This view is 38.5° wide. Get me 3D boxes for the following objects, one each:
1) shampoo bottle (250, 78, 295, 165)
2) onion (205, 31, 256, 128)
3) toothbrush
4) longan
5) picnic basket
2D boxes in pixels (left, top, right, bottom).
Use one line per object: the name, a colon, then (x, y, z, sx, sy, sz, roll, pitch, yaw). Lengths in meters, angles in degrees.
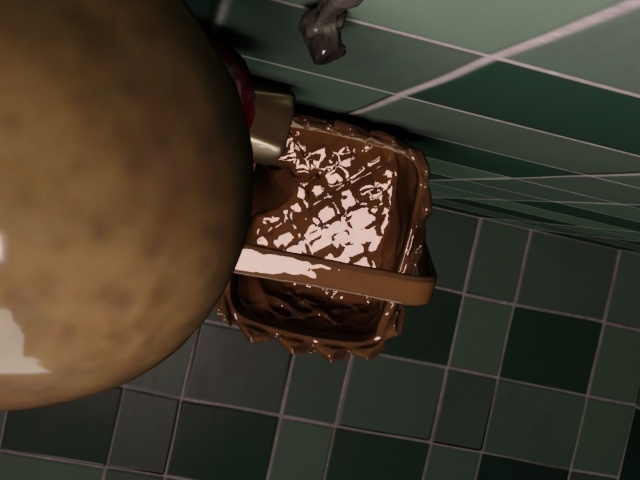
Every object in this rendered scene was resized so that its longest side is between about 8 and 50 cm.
shampoo bottle: (-0.204, -0.154, 0.916, 0.349, 0.084, 0.125, 13, 180, -14)
onion: (-0.116, -0.117, 0.751, 0.131, 0.131, 0.131, 12, -179, 0)
toothbrush: (0.017, -0.126, 0.446, 0.030, 0.031, 0.297, -14, -177, -6)
longan: (-0.203, -0.056, 0.502, 0.350, 0.289, 0.288, 21, -178, 7)
picnic basket: (0.000, 0.000, 1.090, 0.254, 0.292, 0.321, 12, -166, -2)
